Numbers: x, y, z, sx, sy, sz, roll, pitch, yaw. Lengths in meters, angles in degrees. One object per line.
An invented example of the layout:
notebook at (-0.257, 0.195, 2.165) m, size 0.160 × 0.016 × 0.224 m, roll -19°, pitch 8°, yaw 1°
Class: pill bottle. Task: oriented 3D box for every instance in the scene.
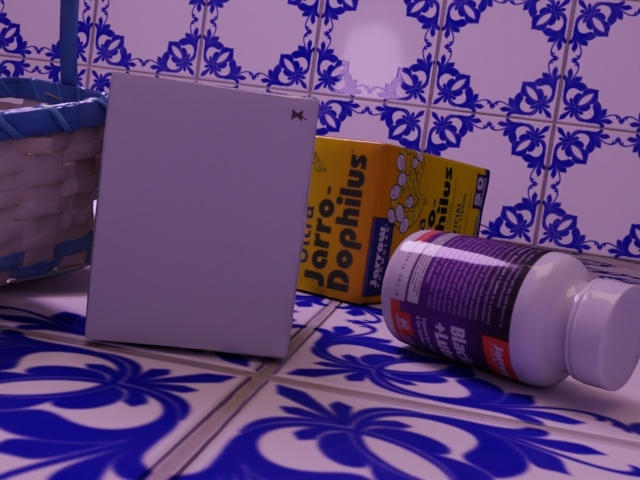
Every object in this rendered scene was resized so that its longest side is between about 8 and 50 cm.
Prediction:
pill bottle at (0.154, 0.056, 0.581) m, size 0.108 × 0.108 × 0.193 m, roll 3°, pitch 6°, yaw -45°

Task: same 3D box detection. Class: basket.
basket at (-0.286, -0.104, 0.517) m, size 0.201 × 0.289 × 0.254 m, roll 20°, pitch 22°, yaw 33°

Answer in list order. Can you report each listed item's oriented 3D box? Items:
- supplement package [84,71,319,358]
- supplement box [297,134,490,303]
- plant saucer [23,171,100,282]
supplement package at (-0.098, -0.024, 0.597) m, size 0.149 × 0.194 × 0.203 m, roll 7°, pitch 4°, yaw -9°
supplement box at (0.078, -0.032, 1.006) m, size 0.195 × 0.194 × 0.356 m, roll 11°, pitch 6°, yaw 33°
plant saucer at (-0.350, -0.049, 0.735) m, size 0.317 × 0.044 × 0.318 m, roll 17°, pitch 29°, yaw -10°
